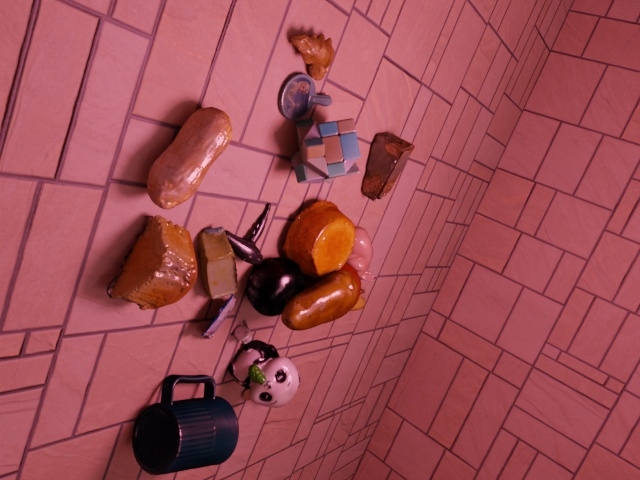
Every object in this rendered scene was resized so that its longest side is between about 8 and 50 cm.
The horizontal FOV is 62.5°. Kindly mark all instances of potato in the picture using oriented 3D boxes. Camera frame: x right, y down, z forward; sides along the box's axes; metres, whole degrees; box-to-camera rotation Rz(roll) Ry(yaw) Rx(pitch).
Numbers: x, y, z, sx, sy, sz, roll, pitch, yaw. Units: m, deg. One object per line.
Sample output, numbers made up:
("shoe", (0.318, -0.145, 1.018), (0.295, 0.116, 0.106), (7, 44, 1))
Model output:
("potato", (0.003, 0.230, 1.937), (0.369, 0.196, 0.176), (-22, 98, -43))

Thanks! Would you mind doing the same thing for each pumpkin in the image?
("pumpkin", (-0.162, 0.169, 1.940), (0.233, 0.163, 0.233), (-34, 142, -32))

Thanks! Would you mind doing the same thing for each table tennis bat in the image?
("table tennis bat", (-0.046, -0.463, 1.720), (0.237, 0.038, 0.149), (-9, 122, -49))

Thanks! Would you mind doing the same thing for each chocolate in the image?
("chocolate", (-0.346, -0.220, 1.392), (0.309, 0.134, 0.134), (-59, 149, -12))

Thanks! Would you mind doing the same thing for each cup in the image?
("cup", (-0.454, 0.645, 1.827), (0.292, 0.242, 0.307), (20, 101, -57))

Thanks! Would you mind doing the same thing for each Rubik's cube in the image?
("Rubik's cube", (0.005, -0.301, 1.765), (0.213, 0.265, 0.224), (-12, 95, -8))

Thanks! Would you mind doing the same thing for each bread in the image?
("bread", (-0.434, 0.078, 1.467), (0.262, 0.163, 0.204), (-66, 153, -9))
("bread", (0.122, 0.268, 2.507), (0.188, 0.149, 0.065), (-2, 161, -36))
("bread", (0.002, 0.002, 2.033), (0.312, 0.172, 0.312), (-32, 138, -35))

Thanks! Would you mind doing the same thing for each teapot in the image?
("teapot", (-0.290, 0.350, 2.008), (0.064, 0.064, 0.083), (71, 23, -60))

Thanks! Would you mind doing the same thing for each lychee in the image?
("lychee", (0.054, 0.205, 2.219), (0.300, 0.255, 0.255), (8, 108, -47))

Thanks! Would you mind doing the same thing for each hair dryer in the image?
("hair dryer", (-0.230, -0.042, 1.786), (0.195, 0.075, 0.219), (45, 66, -49))

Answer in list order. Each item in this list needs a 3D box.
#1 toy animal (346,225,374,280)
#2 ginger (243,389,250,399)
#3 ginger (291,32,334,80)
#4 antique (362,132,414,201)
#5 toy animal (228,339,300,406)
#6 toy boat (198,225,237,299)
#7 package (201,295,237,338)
("toy animal", (0.158, 0.053, 2.331), (0.154, 0.166, 0.250), (-11, 126, -17))
("ginger", (-0.237, 0.655, 2.280), (0.193, 0.122, 0.115), (-28, 157, -34))
("ginger", (-0.008, -0.583, 1.631), (0.115, 0.081, 0.205), (-30, 159, 9))
("antique", (0.271, -0.299, 2.233), (0.125, 0.150, 0.284), (-23, 141, -47))
("toy animal", (-0.215, 0.525, 2.060), (0.213, 0.267, 0.212), (-31, 137, -33))
("toy boat", (-0.326, 0.090, 1.693), (0.111, 0.084, 0.276), (-16, 132, -23))
("package", (-0.345, 0.265, 1.827), (0.171, 0.027, 0.173), (-53, 172, -13))
